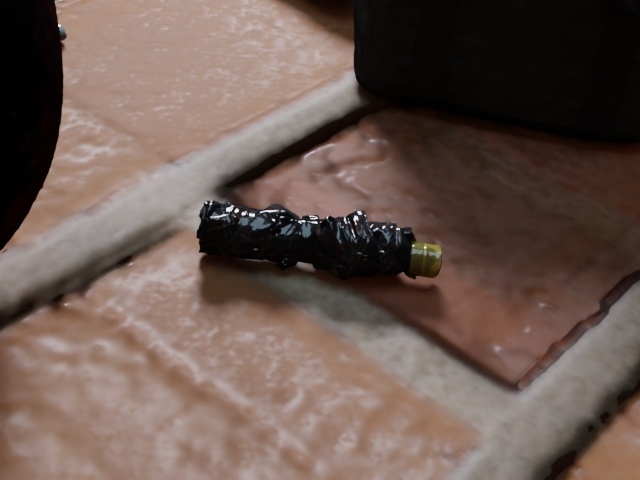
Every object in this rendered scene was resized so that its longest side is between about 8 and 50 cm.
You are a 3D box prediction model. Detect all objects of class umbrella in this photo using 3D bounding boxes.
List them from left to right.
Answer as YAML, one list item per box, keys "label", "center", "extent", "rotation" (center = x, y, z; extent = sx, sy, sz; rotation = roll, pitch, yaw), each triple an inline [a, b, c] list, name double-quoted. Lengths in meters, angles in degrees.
- label: "umbrella"
  center: [0.000, 0.000, 0.588]
  extent: [0.144, 0.040, 0.037]
  rotation: [8, 32, -2]

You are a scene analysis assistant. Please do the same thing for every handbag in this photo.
- label: "handbag"
  center: [0.155, -0.193, 0.730]
  extent: [0.254, 0.181, 0.181]
  rotation: [14, 41, 5]

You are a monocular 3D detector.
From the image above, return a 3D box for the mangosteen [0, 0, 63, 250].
- label: "mangosteen"
  center: [-0.270, -0.082, 0.475]
  extent: [0.300, 0.300, 0.300]
  rotation: [5, 41, -4]

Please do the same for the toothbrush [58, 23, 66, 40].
- label: "toothbrush"
  center: [-0.280, -0.202, 0.791]
  extent: [0.219, 0.016, 0.019]
  rotation: [32, 54, 24]
